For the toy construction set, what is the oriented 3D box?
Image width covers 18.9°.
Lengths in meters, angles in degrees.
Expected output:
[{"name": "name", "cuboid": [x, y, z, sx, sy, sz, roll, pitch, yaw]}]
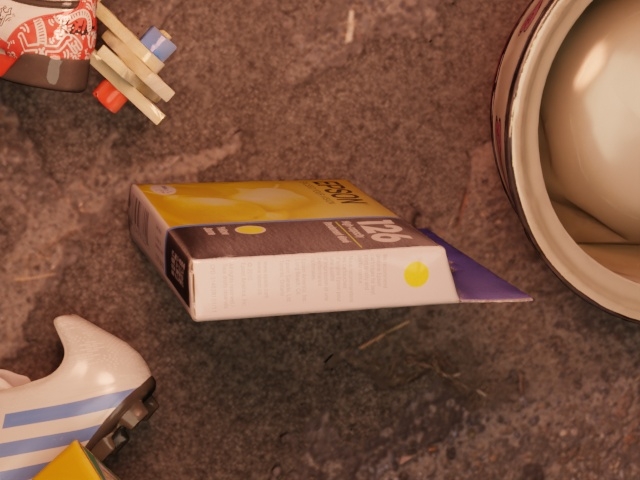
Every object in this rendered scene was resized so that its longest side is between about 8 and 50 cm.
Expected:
[{"name": "toy construction set", "cuboid": [-0.127, -0.269, 1.769, 0.215, 0.151, 0.327, 42, 78, -19]}]

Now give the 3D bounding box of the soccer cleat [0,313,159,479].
[{"name": "soccer cleat", "cuboid": [-0.302, 0.213, 1.849, 0.143, 0.116, 0.331, 43, 92, 5]}]

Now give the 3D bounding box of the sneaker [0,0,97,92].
[{"name": "sneaker", "cuboid": [-0.313, -0.225, 1.701, 0.270, 0.090, 0.145, 14, 97, 22]}]

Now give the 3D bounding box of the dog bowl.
[{"name": "dog bowl", "cuboid": [0.352, -0.125, 1.919, 0.408, 0.150, 0.408, -3, 103, -15]}]

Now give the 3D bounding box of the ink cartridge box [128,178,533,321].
[{"name": "ink cartridge box", "cuboid": [0.000, 0.000, 1.770, 0.307, 0.303, 0.072, -5, 103, -15]}]

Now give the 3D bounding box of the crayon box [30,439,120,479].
[{"name": "crayon box", "cuboid": [-0.232, 0.411, 1.838, 0.313, 0.106, 0.363, -43, 131, -4]}]
